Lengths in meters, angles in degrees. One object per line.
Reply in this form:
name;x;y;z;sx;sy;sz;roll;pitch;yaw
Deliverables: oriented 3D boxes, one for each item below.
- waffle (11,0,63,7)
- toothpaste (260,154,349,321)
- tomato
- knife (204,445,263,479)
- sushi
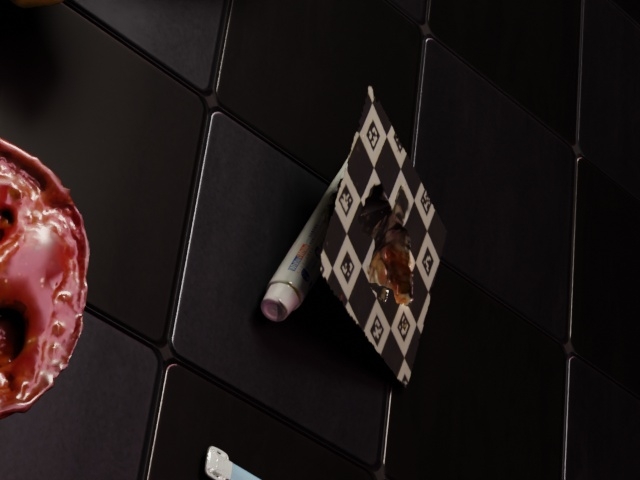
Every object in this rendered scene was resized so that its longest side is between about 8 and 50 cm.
waffle;-0.188;-0.324;1.385;0.302;0.068;0.325;-26;79;-9
toothpaste;0.000;0.000;1.597;0.052;0.033;0.218;64;34;-23
tomato;-0.274;0.025;1.220;0.228;0.101;0.228;15;66;-37
knife;-0.058;0.193;1.449;0.096;0.010;0.027;35;47;-36
sushi;0.042;0.003;1.608;0.210;0.040;0.193;56;41;-47
